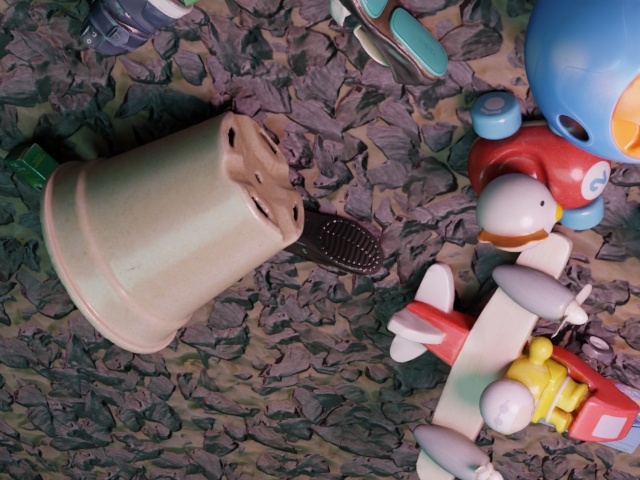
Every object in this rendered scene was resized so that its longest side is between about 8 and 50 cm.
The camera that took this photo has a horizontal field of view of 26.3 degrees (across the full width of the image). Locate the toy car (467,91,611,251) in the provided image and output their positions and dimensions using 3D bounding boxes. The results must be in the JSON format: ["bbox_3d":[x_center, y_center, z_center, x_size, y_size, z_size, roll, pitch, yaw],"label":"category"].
[{"bbox_3d":[0.306,-0.060,1.968,0.210,0.238,0.219,0,133,16],"label":"toy car"}]

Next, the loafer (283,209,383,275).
[{"bbox_3d":[0.000,0.000,2.239,0.220,0.080,0.078,24,159,7],"label":"loafer"}]

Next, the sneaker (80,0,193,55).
[{"bbox_3d":[-0.318,-0.365,1.962,0.163,0.086,0.226,-30,120,33],"label":"sneaker"}]

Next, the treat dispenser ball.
[{"bbox_3d":[0.402,-0.242,1.733,0.288,0.288,0.288,8,134,8],"label":"treat dispenser ball"}]

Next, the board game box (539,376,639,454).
[{"bbox_3d":[0.445,0.282,2.404,0.281,0.027,0.145,20,136,-3],"label":"board game box"}]

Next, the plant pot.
[{"bbox_3d":[-0.206,-0.035,2.113,0.305,0.334,0.334,-26,122,22],"label":"plant pot"}]

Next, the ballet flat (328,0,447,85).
[{"bbox_3d":[0.070,-0.315,1.900,0.096,0.095,0.280,-9,131,39],"label":"ballet flat"}]

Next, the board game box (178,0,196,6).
[{"bbox_3d":[-0.139,-0.483,1.738,0.213,0.046,0.317,-30,130,-12],"label":"board game box"}]

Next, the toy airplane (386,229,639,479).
[{"bbox_3d":[0.282,0.206,2.202,0.384,0.272,0.386,-18,108,16],"label":"toy airplane"}]

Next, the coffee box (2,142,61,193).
[{"bbox_3d":[-0.429,-0.088,2.257,0.184,0.040,0.113,42,163,-22],"label":"coffee box"}]
